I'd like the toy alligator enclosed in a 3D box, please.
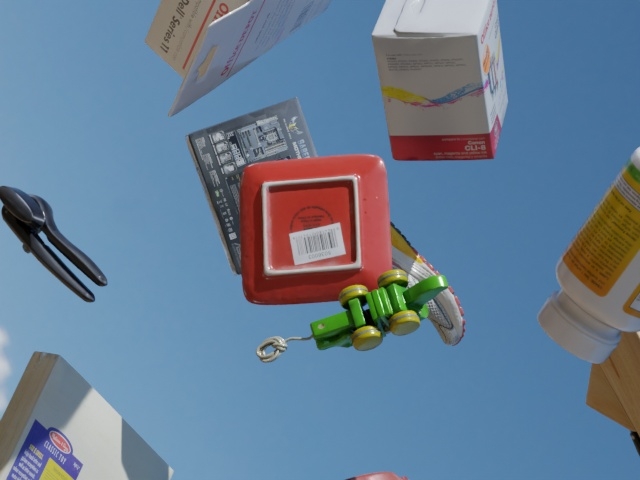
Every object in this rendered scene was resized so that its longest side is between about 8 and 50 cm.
[{"bbox_3d":[0.034,0.079,1.443,0.051,0.189,0.056,50,21,-56],"label":"toy alligator"}]

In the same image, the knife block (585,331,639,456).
[{"bbox_3d":[0.489,0.209,2.127,0.242,0.088,0.276,28,-50,35],"label":"knife block"}]

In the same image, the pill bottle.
[{"bbox_3d":[0.367,0.022,1.860,0.136,0.136,0.246,49,-64,38],"label":"pill bottle"}]

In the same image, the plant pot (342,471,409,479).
[{"bbox_3d":[0.074,0.467,2.051,0.272,0.272,0.265,104,-32,-55],"label":"plant pot"}]

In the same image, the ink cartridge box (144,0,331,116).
[{"bbox_3d":[-0.101,-0.332,2.062,0.119,0.353,0.207,43,-40,8],"label":"ink cartridge box"}]

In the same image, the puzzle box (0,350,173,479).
[{"bbox_3d":[-0.380,0.383,2.401,0.052,0.272,0.409,8,-30,29],"label":"puzzle box"}]

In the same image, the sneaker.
[{"bbox_3d":[0.091,0.051,1.933,0.225,0.093,0.088,45,-4,-10],"label":"sneaker"}]

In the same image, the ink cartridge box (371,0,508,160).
[{"bbox_3d":[0.143,-0.201,1.830,0.128,0.127,0.176,-69,154,-48],"label":"ink cartridge box"}]

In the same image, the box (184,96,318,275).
[{"bbox_3d":[-0.085,-0.083,2.402,0.059,0.183,0.233,178,-108,-78],"label":"box"}]

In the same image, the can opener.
[{"bbox_3d":[-0.325,0.008,1.875,0.186,0.073,0.059,47,-72,20],"label":"can opener"}]

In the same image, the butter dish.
[{"bbox_3d":[0.000,0.000,1.671,0.118,0.160,0.160,62,24,-71],"label":"butter dish"}]
